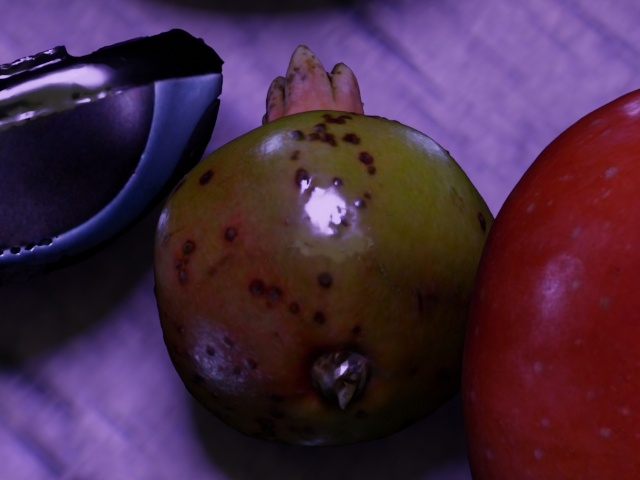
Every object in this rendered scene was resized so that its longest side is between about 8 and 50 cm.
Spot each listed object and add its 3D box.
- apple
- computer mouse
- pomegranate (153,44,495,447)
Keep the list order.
[{"bbox_3d":[0.190,0.057,0.761,0.216,0.260,0.260,7,63,41],"label":"apple"},{"bbox_3d":[-0.148,-0.026,0.848,0.233,0.137,0.096,-21,90,-12],"label":"computer mouse"},{"bbox_3d":[0.000,0.000,0.841,0.159,0.159,0.205,-2,48,-3],"label":"pomegranate"}]
